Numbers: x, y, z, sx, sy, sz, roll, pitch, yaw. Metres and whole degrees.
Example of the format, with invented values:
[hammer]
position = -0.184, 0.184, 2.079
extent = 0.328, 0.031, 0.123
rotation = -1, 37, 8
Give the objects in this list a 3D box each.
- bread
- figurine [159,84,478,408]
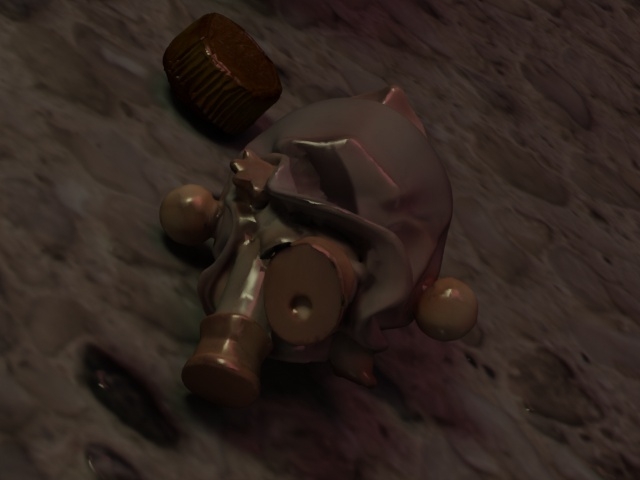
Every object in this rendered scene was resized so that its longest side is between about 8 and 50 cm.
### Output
[bread]
position = -0.071, -0.110, 1.209
extent = 0.085, 0.053, 0.085
rotation = 37, 27, -23
[figurine]
position = 0.000, -0.001, 1.018
extent = 0.200, 0.133, 0.276
rotation = 19, 25, 6
